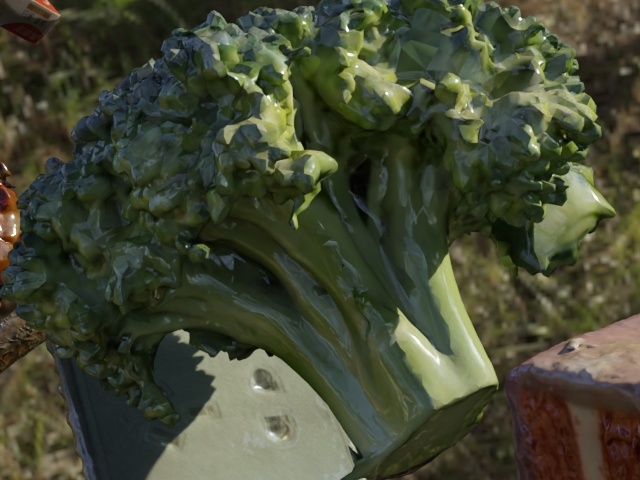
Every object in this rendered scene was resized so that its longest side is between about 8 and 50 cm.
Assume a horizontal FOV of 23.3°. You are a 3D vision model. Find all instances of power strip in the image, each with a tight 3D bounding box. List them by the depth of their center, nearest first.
[{"bbox_3d":[-0.085,0.139,1.127,0.213,0.064,0.198,-5,62,-28],"label":"power strip"}]

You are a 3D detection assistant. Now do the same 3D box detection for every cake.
[{"bbox_3d":[0.333,0.237,1.502,0.230,0.308,0.237,-20,16,-38],"label":"cake"}]

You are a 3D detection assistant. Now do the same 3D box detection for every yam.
[{"bbox_3d":[-0.342,0.085,1.943,0.300,0.066,0.066,-40,35,-23],"label":"yam"}]

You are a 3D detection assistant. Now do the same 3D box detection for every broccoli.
[{"bbox_3d":[0.002,-0.024,0.992,0.317,0.277,0.338,34,53,7],"label":"broccoli"}]

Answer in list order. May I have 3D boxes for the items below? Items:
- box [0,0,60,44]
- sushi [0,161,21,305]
[{"bbox_3d":[-0.311,-0.233,1.367,0.039,0.218,0.055,-45,65,9],"label":"box"},{"bbox_3d":[-0.366,-0.084,1.247,0.182,0.343,0.196,-17,22,33],"label":"sushi"}]
